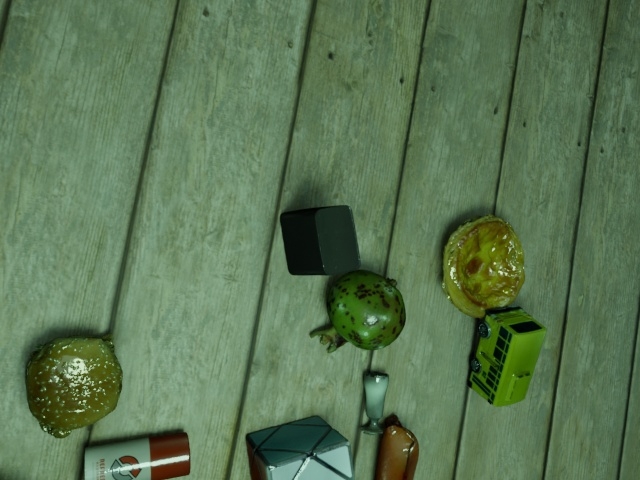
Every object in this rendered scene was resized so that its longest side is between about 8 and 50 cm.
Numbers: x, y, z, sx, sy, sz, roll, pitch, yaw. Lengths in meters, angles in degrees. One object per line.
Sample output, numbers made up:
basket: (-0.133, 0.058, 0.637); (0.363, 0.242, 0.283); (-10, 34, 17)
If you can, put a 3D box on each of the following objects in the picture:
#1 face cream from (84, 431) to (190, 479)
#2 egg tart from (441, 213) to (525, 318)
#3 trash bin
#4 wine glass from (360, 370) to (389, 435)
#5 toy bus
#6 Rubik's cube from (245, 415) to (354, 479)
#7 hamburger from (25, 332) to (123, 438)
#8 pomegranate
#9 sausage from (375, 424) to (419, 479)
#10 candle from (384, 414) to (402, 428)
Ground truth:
face cream: (-0.401, 0.488, 1.135); (0.214, 0.096, 0.095); (-2, 90, -22)
egg tart: (0.448, 0.071, 1.462); (0.295, 0.116, 0.294); (-1, 92, -23)
trash bin: (0.000, 0.000, 1.228); (0.115, 0.225, 0.165); (-10, 93, -22)
wine glass: (0.143, 0.428, 1.360); (0.072, 0.072, 0.155); (4, 88, -21)
toy bus: (0.514, 0.327, 1.428); (0.128, 0.150, 0.262); (-6, 116, -23)
Rubik's cube: (-0.046, 0.562, 1.215); (0.205, 0.205, 0.207); (-7, 91, -22)
hamburger: (-0.516, 0.305, 1.079); (0.189, 0.122, 0.215); (1, 91, -23)
pomegranate: (0.096, 0.192, 1.288); (0.211, 0.211, 0.263); (41, 100, -16)
sausage: (0.189, 0.637, 1.346); (0.102, 0.102, 0.330); (6, 98, -21)
candle: (0.216, 0.555, 1.398); (0.048, 0.053, 0.162); (-36, 109, -56)
